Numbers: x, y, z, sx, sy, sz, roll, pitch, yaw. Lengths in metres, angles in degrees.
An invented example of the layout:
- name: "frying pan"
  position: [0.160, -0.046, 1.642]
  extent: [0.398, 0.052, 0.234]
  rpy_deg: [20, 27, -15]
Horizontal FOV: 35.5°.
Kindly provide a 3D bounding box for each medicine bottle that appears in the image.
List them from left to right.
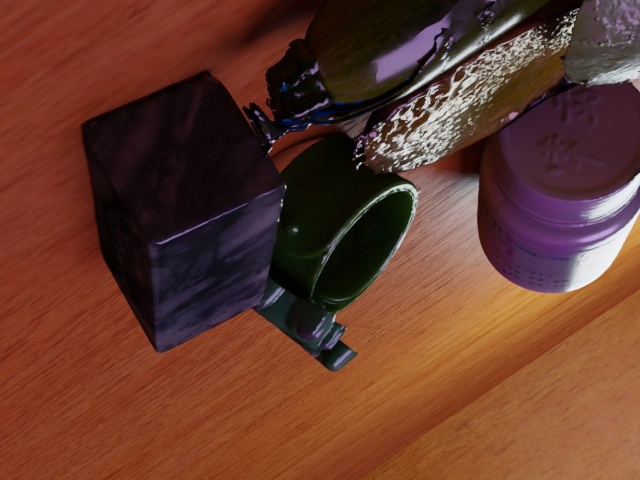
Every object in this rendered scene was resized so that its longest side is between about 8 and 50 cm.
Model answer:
- name: "medicine bottle"
  position: [0.220, -0.051, 0.921]
  extent: [0.152, 0.152, 0.254]
  rpy_deg: [-33, 160, -3]

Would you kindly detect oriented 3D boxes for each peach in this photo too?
- name: "peach"
  position: [0.106, -0.122, 0.690]
  extent: [0.279, 0.068, 0.189]
  rpy_deg: [-21, 159, -41]

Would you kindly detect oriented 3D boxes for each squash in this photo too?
- name: "squash"
  position: [0.092, -0.155, 0.565]
  extent: [0.331, 0.087, 0.087]
  rpy_deg: [-33, 161, -7]

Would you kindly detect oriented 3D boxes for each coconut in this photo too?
- name: "coconut"
  position: [0.202, -0.135, 0.612]
  extent: [0.158, 0.055, 0.133]
  rpy_deg: [-26, 163, -36]

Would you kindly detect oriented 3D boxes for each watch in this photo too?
- name: "watch"
  position: [0.000, 0.000, 0.775]
  extent: [0.152, 0.131, 0.165]
  rpy_deg: [-52, 157, -4]

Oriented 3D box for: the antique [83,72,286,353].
- name: "antique"
  position: [-0.086, -0.007, 0.629]
  extent: [0.086, 0.088, 0.183]
  rpy_deg: [-26, 159, -19]
